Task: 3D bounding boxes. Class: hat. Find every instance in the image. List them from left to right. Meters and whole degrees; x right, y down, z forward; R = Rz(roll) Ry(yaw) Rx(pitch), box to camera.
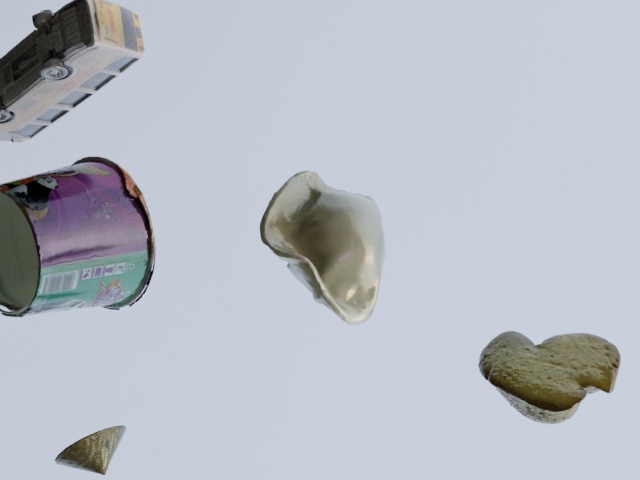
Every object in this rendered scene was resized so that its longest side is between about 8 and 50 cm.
[{"bbox_3d":[-0.424,0.417,1.817,0.146,0.146,0.067,-41,-112,29],"label":"hat"}]

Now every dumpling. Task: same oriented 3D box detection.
[{"bbox_3d":[0.001,0.001,0.995,0.100,0.134,0.169,-19,-123,56],"label":"dumpling"}]

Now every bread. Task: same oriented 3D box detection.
[{"bbox_3d":[0.292,0.168,1.214,0.188,0.149,0.065,25,-38,56],"label":"bread"}]

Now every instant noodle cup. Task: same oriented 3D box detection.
[{"bbox_3d":[-0.402,0.004,1.439,0.251,0.190,0.251,9,-75,38],"label":"instant noodle cup"}]

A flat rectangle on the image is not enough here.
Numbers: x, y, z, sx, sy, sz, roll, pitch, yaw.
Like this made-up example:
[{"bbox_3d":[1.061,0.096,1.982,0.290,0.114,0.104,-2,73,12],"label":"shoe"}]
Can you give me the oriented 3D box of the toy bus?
[{"bbox_3d":[-0.423,-0.260,1.479,0.343,0.138,0.097,-25,-108,37],"label":"toy bus"}]
